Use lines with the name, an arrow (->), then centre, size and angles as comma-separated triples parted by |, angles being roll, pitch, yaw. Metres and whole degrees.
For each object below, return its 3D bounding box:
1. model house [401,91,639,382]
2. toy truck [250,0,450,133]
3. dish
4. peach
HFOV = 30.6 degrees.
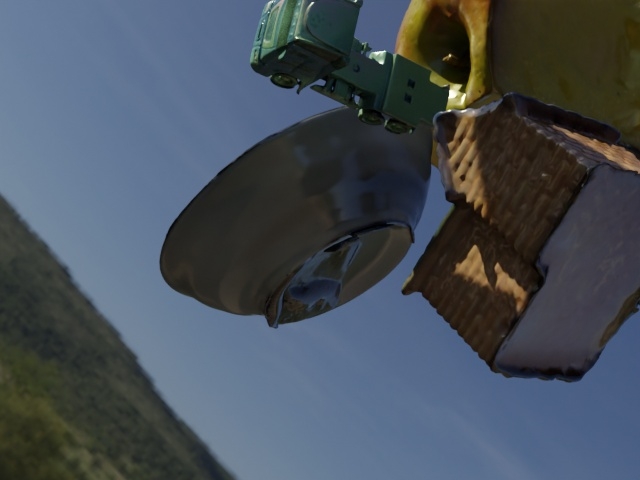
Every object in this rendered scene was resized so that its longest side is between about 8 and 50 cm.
model house -> 0.157, -0.013, 0.896 | 0.166, 0.183, 0.172 | 9, 26, -44
toy truck -> 0.037, -0.138, 0.929 | 0.175, 0.067, 0.081 | 22, -18, -27
dish -> 0.000, 0.000, 1.181 | 0.106, 0.316, 0.316 | 58, -11, 22
peach -> 0.258, -0.218, 1.320 | 0.380, 0.306, 0.242 | 8, -11, -31
